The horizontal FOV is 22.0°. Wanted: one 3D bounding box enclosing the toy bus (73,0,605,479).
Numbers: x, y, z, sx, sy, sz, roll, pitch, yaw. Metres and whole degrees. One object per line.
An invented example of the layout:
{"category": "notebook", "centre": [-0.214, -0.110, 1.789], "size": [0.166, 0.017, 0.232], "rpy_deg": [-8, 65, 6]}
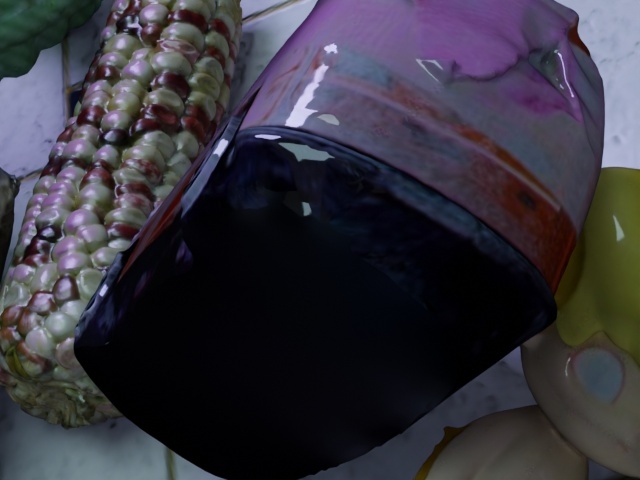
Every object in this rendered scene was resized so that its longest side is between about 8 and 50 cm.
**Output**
{"category": "toy bus", "centre": [0.000, 0.000, 0.654], "size": [0.127, 0.303, 0.147], "rpy_deg": [31, 63, -7]}

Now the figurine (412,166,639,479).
{"category": "figurine", "centre": [0.114, 0.058, 0.654], "size": [0.246, 0.156, 0.131], "rpy_deg": [-48, 29, 1]}

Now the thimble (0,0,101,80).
{"category": "thimble", "centre": [-0.228, -0.157, 0.913], "size": [0.219, 0.150, 0.219], "rpy_deg": [-15, 23, 7]}

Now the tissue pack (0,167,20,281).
{"category": "tissue pack", "centre": [-0.258, 0.077, 0.827], "size": [0.215, 0.123, 0.256], "rpy_deg": [-14, 51, 47]}

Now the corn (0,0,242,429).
{"category": "corn", "centre": [-0.097, -0.033, 0.853], "size": [0.092, 0.092, 0.280], "rpy_deg": [-2, 57, 27]}
